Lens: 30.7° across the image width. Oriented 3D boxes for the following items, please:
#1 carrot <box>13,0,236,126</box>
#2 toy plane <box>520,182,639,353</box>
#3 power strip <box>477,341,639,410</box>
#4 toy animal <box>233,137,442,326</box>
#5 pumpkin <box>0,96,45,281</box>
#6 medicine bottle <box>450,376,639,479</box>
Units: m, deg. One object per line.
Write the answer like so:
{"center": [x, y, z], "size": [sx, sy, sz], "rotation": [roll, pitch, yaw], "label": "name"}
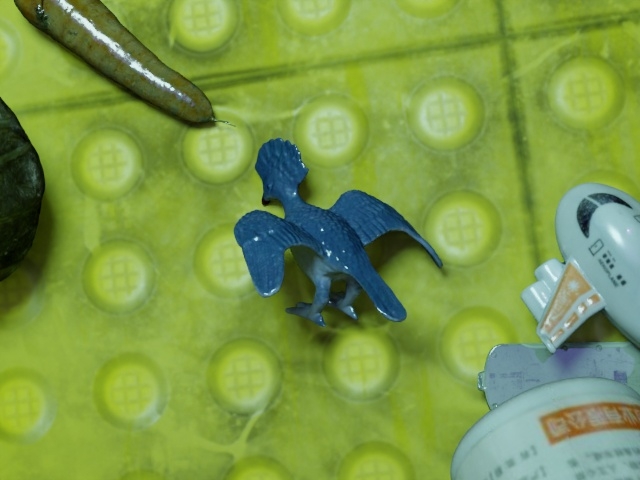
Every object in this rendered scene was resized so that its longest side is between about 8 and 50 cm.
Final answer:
{"center": [-0.219, -0.207, 1.298], "size": [0.298, 0.078, 0.078], "rotation": [38, 89, 5], "label": "carrot"}
{"center": [0.324, 0.038, 1.170], "size": [0.244, 0.117, 0.245], "rotation": [-4, 69, 10], "label": "toy plane"}
{"center": [0.278, 0.147, 1.218], "size": [0.226, 0.029, 0.080], "rotation": [-1, 81, 7], "label": "power strip"}
{"center": [0.000, 0.000, 1.205], "size": [0.255, 0.239, 0.176], "rotation": [22, 120, 48], "label": "toy animal"}
{"center": [-0.407, -0.061, 1.247], "size": [0.260, 0.189, 0.260], "rotation": [11, 113, 28], "label": "pumpkin"}
{"center": [0.266, 0.323, 1.030], "size": [0.211, 0.211, 0.372], "rotation": [-23, 48, 3], "label": "medicine bottle"}
